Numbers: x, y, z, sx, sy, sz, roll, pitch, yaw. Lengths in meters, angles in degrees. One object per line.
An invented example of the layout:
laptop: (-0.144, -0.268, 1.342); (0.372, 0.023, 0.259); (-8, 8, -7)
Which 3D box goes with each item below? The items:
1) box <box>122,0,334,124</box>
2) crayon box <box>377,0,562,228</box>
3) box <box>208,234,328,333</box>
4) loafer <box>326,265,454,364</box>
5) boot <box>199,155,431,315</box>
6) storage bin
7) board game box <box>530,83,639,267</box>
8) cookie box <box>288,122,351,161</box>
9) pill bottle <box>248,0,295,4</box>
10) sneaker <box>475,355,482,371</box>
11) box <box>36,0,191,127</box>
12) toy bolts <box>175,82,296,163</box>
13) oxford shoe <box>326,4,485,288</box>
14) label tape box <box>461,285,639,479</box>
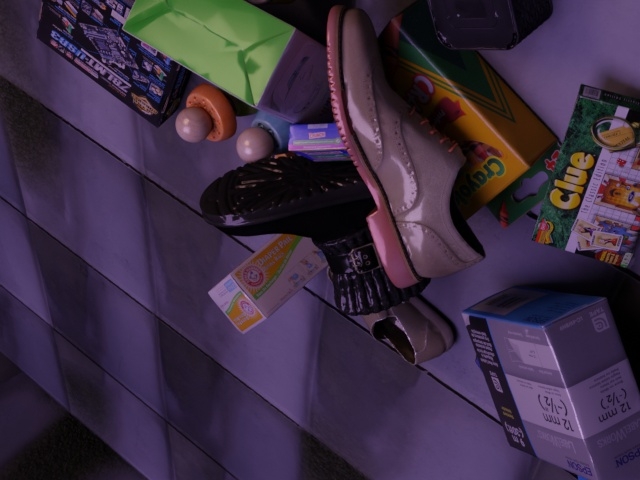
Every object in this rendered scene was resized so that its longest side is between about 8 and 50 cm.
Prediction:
box: (-0.111, -0.277, 1.458); (0.262, 0.231, 0.126); (33, 100, 25)
crayon box: (0.184, -0.154, 1.386); (0.318, 0.081, 0.202); (47, 147, 3)
box: (-0.086, 0.061, 1.805); (0.103, 0.203, 0.114); (50, 147, -2)
loafer: (0.108, 0.116, 1.735); (0.268, 0.092, 0.102); (37, 145, 18)
boot: (0.001, 0.002, 1.570); (0.131, 0.348, 0.260); (-98, -1, -54)
storage bin: (0.193, -0.328, 1.198); (0.122, 0.084, 0.180); (11, 131, 43)
board game box: (0.362, -0.075, 1.266); (0.136, 0.030, 0.259); (18, 139, 12)
cookie box: (0.014, -0.143, 1.452); (0.092, 0.107, 0.040); (0, 85, 20)
pill bottle: (-0.061, -0.368, 1.416); (0.065, 0.116, 0.065); (7, 105, 28)
sneaker: (0.303, 0.212, 1.633); (0.087, 0.083, 0.221); (22, 135, 55)
box: (-0.357, -0.380, 1.765); (0.295, 0.073, 0.293); (37, 147, 2)
toy bolts: (-0.113, -0.163, 1.653); (0.228, 0.158, 0.218); (8, 129, 46)
oxford shoe: (0.115, -0.133, 1.332); (0.147, 0.140, 0.397); (-13, 111, 20)
label tape box: (0.355, 0.249, 1.439); (0.347, 0.115, 0.249); (71, 163, -7)
